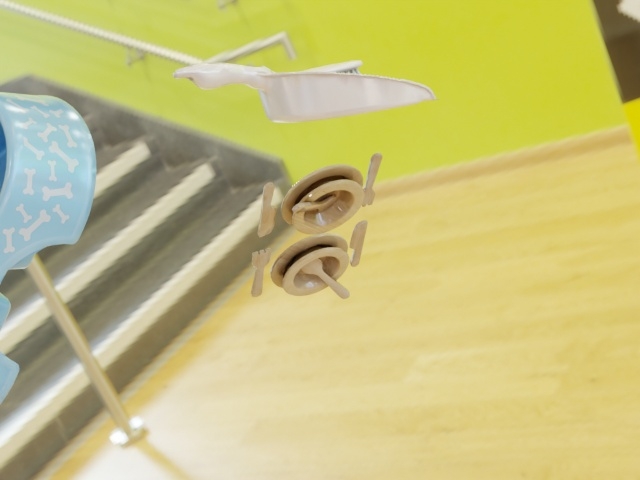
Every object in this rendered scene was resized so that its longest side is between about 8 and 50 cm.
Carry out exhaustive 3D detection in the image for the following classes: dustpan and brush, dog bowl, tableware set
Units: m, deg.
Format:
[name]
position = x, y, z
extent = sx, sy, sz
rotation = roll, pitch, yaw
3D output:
[dustpan and brush]
position = -0.026, -0.130, 0.958
extent = 0.211, 0.060, 0.147
rotation = -14, 13, -31
[dog bowl]
position = -0.294, 0.013, 0.922
extent = 0.166, 0.074, 0.297
rotation = 30, 98, 36
[tableware set]
position = 0.000, 0.000, 1.125
extent = 0.128, 0.194, 0.039
rotation = -17, 58, -19
